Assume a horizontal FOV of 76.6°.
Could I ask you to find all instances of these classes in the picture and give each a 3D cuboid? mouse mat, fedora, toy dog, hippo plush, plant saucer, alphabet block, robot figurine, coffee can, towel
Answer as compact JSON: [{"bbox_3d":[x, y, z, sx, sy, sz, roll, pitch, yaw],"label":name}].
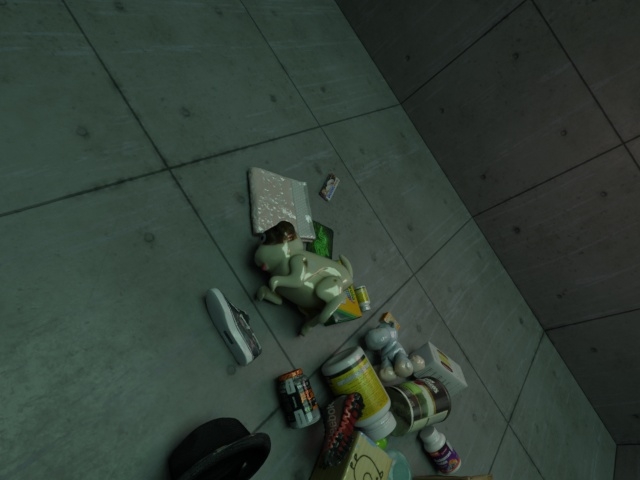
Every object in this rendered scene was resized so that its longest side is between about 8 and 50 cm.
[{"bbox_3d":[0.000,0.000,1.951,0.153,0.007,0.189,24,54,-29],"label":"mouse mat"},{"bbox_3d":[-0.319,0.642,1.197,0.334,0.333,0.152,-1,33,-41],"label":"fedora"},{"bbox_3d":[-0.081,0.109,1.613,0.408,0.284,0.395,43,65,0],"label":"toy dog"},{"bbox_3d":[0.331,0.479,1.809,0.295,0.234,0.236,-6,72,-42],"label":"hippo plush"},{"bbox_3d":[0.323,0.969,1.675,0.195,0.037,0.194,19,56,-31],"label":"plant saucer"},{"bbox_3d":[0.110,0.830,1.459,0.192,0.193,0.197,43,46,-12],"label":"alphabet block"},{"bbox_3d":[0.225,0.829,1.645,0.115,0.067,0.101,-10,66,-43],"label":"robot figurine"},{"bbox_3d":[0.404,0.717,1.765,0.276,0.202,0.201,4,65,-39],"label":"coffee can"},{"bbox_3d":[-0.176,-0.159,1.852,0.317,0.053,0.331,9,61,-35],"label":"towel"}]

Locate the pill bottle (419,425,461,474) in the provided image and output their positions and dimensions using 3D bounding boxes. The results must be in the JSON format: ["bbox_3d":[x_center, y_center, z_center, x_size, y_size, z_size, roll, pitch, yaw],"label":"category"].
[{"bbox_3d":[0.533,0.937,1.821,0.193,0.108,0.108,55,45,-2],"label":"pill bottle"}]

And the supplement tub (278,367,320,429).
[{"bbox_3d":[-0.082,0.576,1.486,0.117,0.117,0.190,-10,74,-43],"label":"supplement tub"}]

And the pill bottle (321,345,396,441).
[{"bbox_3d":[0.160,0.612,1.622,0.188,0.188,0.333,-25,84,-45],"label":"pill bottle"}]

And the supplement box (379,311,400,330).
[{"bbox_3d":[0.343,0.409,1.997,0.098,0.036,0.062,52,45,-6],"label":"supplement box"}]

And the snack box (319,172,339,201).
[{"bbox_3d":[0.048,-0.281,2.134,0.064,0.022,0.178,41,46,-18],"label":"snack box"}]

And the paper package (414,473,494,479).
[{"bbox_3d":[0.539,1.104,1.590,0.168,0.310,0.324,18,56,-30],"label":"paper package"}]

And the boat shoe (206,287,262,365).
[{"bbox_3d":[-0.305,0.295,1.458,0.102,0.108,0.301,-30,91,-45],"label":"boat shoe"}]

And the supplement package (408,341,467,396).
[{"bbox_3d":[0.569,0.633,1.971,0.244,0.134,0.139,39,22,-18],"label":"supplement package"}]

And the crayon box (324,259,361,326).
[{"bbox_3d":[0.065,0.232,1.825,0.166,0.081,0.278,-3,69,-41],"label":"crayon box"}]

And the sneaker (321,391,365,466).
[{"bbox_3d":[0.055,0.663,1.444,0.276,0.135,0.097,-57,131,-44],"label":"sneaker"}]

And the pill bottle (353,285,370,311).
[{"bbox_3d":[0.199,0.278,1.927,0.065,0.065,0.116,-3,68,-41],"label":"pill bottle"}]
